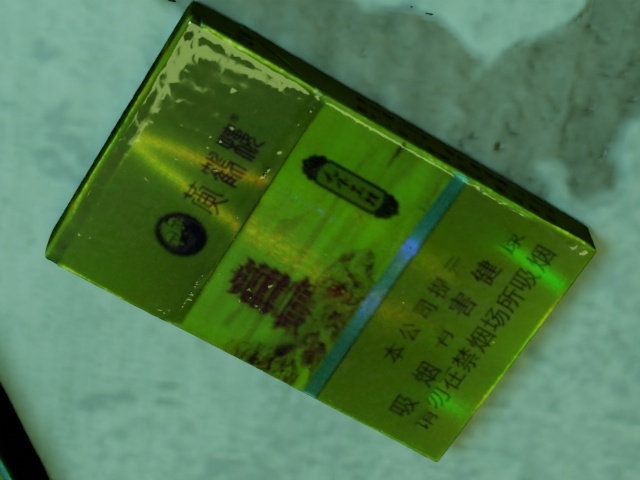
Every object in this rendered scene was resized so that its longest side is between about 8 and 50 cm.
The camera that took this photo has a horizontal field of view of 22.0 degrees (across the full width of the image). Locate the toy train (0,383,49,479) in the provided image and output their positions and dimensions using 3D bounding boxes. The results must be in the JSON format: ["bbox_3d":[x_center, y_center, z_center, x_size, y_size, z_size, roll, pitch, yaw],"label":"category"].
[{"bbox_3d":[-0.172,0.045,0.689,0.042,0.044,0.209,-19,114,7],"label":"toy train"}]

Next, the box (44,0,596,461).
[{"bbox_3d":[0.000,0.000,0.680,0.193,0.030,0.121,28,111,-14],"label":"box"}]
